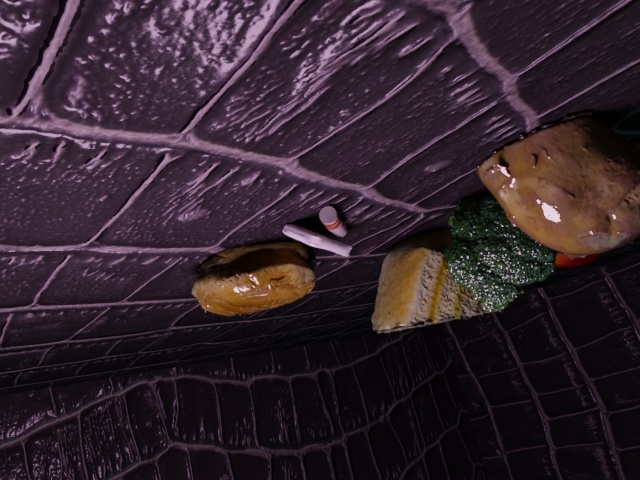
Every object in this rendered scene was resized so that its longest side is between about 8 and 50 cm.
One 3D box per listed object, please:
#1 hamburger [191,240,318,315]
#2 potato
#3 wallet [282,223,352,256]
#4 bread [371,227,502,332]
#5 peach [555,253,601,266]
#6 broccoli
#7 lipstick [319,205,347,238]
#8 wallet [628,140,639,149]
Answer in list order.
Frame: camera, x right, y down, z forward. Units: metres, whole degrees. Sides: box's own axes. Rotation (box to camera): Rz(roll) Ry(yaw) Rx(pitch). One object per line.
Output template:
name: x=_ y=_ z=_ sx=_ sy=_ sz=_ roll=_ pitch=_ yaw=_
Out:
hamburger: x=-0.139 y=0.084 z=1.322 sx=0.308 sy=0.133 sz=0.211 roll=-8 pitch=165 yaw=-17
potato: x=0.492 y=-0.082 z=1.118 sx=0.300 sy=0.238 sz=0.288 roll=1 pitch=158 yaw=-44
wallet: x=0.000 y=0.000 z=1.262 sx=0.095 sy=0.033 sz=0.190 roll=25 pitch=-176 yaw=32
bread: x=0.307 y=0.105 z=1.585 sx=0.394 sy=0.264 sz=0.239 roll=-1 pitch=171 yaw=-38
peach: x=0.644 y=-0.028 z=1.504 sx=0.243 sy=0.200 sz=0.243 roll=-12 pitch=174 yaw=-1
broccoli: x=0.414 y=0.017 z=1.323 sx=0.294 sy=0.264 sz=0.246 roll=-50 pitch=154 yaw=-37
lipstick: x=0.028 y=-0.038 z=1.219 sx=0.038 sy=0.039 sz=0.131 roll=-17 pitch=164 yaw=8
wallet: x=0.630 y=-0.112 z=1.296 sx=0.241 sy=0.141 sz=0.067 roll=-27 pitch=163 yaw=29
